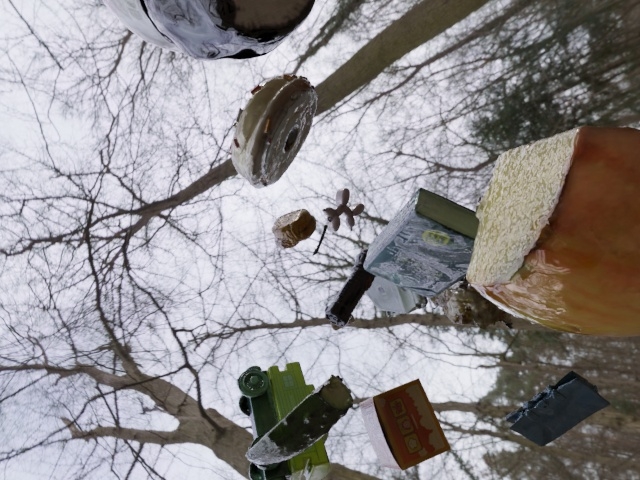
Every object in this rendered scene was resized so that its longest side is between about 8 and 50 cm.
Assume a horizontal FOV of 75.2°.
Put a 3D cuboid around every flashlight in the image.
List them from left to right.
[{"bbox_3d":[0.097,0.130,1.149,0.093,0.093,0.232,44,-120,-17],"label":"flashlight"}]

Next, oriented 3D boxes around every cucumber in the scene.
[{"bbox_3d":[-0.062,0.485,1.053,0.105,0.325,0.145,50,-165,13],"label":"cucumber"}]

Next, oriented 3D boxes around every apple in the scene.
[{"bbox_3d":[0.368,-0.013,0.499,0.308,0.314,0.252,14,-131,2],"label":"apple"}]

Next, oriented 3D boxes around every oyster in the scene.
[{"bbox_3d":[0.455,0.119,1.059,0.336,0.133,0.198,-17,-138,-20],"label":"oyster"}]

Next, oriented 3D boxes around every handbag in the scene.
[{"bbox_3d":[0.603,0.434,1.075,0.144,0.221,0.057,31,-154,-19],"label":"handbag"}]

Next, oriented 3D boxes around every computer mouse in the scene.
[{"bbox_3d":[0.272,0.143,1.471,0.145,0.429,0.228,-26,-95,-14],"label":"computer mouse"}]

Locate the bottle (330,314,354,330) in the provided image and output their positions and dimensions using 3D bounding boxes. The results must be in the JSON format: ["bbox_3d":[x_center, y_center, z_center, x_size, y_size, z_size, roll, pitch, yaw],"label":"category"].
[{"bbox_3d":[0.091,0.333,1.703,0.045,0.096,0.045,44,-151,-32],"label":"bottle"}]

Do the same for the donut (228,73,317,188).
[{"bbox_3d":[-0.148,-0.347,1.310,0.142,0.383,0.383,30,-121,6],"label":"donut"}]

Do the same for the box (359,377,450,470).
[{"bbox_3d":[0.301,0.700,1.579,0.213,0.284,0.260,-17,-114,-14],"label":"box"}]

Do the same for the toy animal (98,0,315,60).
[{"bbox_3d":[-0.177,-0.370,0.576,0.250,0.309,0.251,-13,-71,-43],"label":"toy animal"}]

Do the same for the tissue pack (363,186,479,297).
[{"bbox_3d":[0.221,0.015,0.855,0.185,0.257,0.081,24,-121,-4],"label":"tissue pack"}]

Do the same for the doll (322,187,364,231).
[{"bbox_3d":[0.074,-0.098,1.467,0.161,0.059,0.160,38,-112,-36],"label":"doll"}]

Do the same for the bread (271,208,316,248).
[{"bbox_3d":[-0.047,-0.022,0.723,0.083,0.081,0.046,-37,-63,-8],"label":"bread"}]

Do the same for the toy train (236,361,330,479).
[{"bbox_3d":[-0.123,0.601,1.384,0.272,0.179,0.442,-4,-139,-19],"label":"toy train"}]

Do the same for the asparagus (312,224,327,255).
[{"bbox_3d":[0.000,0.000,1.350,0.014,0.015,0.114,42,-119,-42],"label":"asparagus"}]
